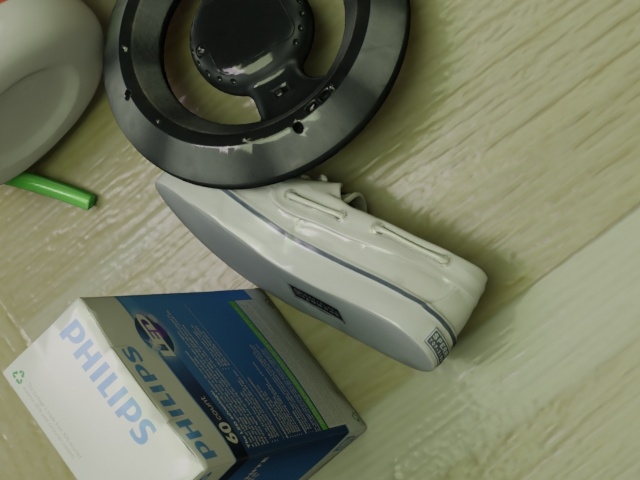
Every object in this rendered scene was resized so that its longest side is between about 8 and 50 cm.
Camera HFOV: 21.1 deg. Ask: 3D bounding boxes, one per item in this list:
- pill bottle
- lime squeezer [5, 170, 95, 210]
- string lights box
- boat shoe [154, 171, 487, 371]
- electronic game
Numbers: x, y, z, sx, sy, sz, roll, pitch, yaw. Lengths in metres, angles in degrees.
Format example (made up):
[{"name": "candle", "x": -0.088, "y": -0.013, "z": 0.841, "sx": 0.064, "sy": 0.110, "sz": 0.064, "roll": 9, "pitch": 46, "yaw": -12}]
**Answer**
[{"name": "pill bottle", "x": -0.321, "y": -0.195, "z": 1.274, "sx": 0.323, "sy": 0.181, "sz": 0.181, "roll": 45, "pitch": 106, "yaw": 16}, {"name": "lime squeezer", "x": -0.327, "y": -0.032, "z": 1.346, "sx": 0.310, "sy": 0.059, "sz": 0.110, "roll": -18, "pitch": 83, "yaw": 21}, {"name": "string lights box", "x": -0.079, "y": 0.105, "z": 1.131, "sx": 0.077, "sy": 0.259, "sz": 0.133, "roll": -43, "pitch": 74, "yaw": 17}, {"name": "boat shoe", "x": 0.000, "y": 0.000, "z": 1.201, "sx": 0.258, "sy": 0.095, "sz": 0.084, "roll": 30, "pitch": 71, "yaw": 25}, {"name": "electronic game", "x": -0.047, "y": -0.144, "z": 1.208, "sx": 0.229, "sy": 0.048, "sz": 0.229, "roll": -7, "pitch": 69, "yaw": 19}]
